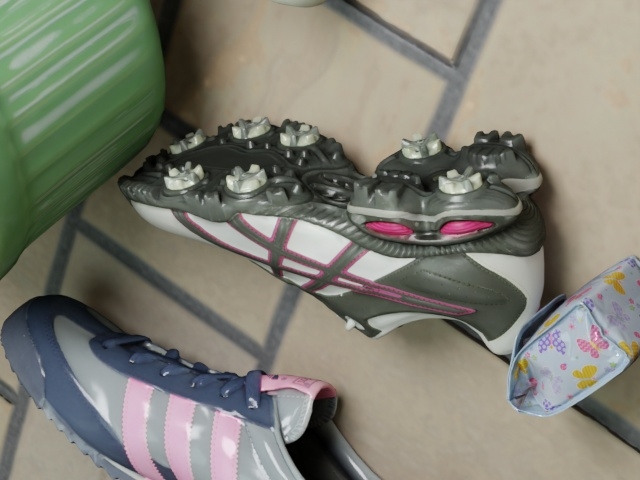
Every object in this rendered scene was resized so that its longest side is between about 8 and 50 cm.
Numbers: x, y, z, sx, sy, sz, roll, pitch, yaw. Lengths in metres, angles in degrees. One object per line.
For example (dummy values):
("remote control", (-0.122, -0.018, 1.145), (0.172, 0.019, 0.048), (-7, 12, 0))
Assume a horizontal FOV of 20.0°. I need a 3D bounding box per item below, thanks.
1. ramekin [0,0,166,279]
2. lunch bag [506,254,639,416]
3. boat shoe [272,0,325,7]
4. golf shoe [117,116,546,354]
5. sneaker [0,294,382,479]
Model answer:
("ramekin", (-0.228, -0.131, 1.054), (0.303, 0.148, 0.303), (38, 150, 27))
("lunch bag", (0.139, 0.054, 0.980), (0.053, 0.071, 0.083), (49, 131, 5))
("boat shoe", (-0.105, -0.264, 0.961), (0.340, 0.127, 0.113), (41, 118, -1))
("golf shoe", (0.000, 0.000, 1.039), (0.273, 0.105, 0.120), (8, 123, 34))
("sneaker", (-0.057, 0.112, 1.146), (0.319, 0.112, 0.131), (38, 111, 13))
